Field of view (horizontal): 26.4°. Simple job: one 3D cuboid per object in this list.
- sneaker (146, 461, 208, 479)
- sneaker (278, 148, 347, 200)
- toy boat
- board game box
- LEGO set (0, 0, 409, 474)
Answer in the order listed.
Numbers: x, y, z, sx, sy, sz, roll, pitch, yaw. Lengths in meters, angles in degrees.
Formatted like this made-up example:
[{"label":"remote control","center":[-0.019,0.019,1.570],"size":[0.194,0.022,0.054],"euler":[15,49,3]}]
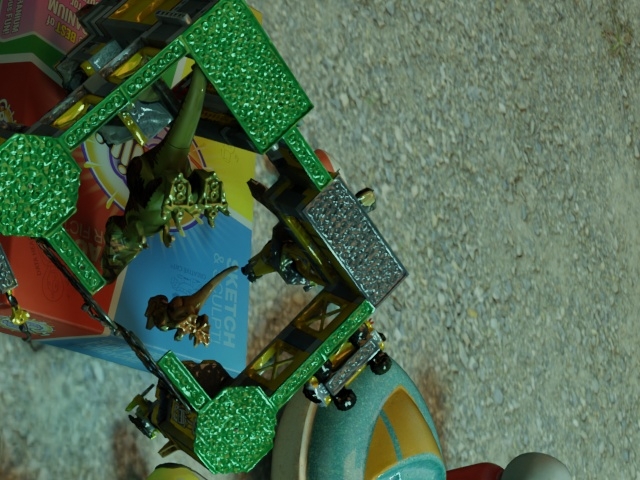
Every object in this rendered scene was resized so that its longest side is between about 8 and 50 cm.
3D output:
[{"label":"sneaker","center":[-0.107,0.266,0.981],"size":[0.094,0.081,0.208],"euler":[1,80,-50]},{"label":"sneaker","center":[0.000,0.000,1.235],"size":[0.065,0.061,0.158],"euler":[-23,98,-26]},{"label":"toy boat","center":[0.091,0.221,1.196],"size":[0.318,0.148,0.267],"euler":[10,72,-51]},{"label":"board game box","center":[-0.150,-0.069,1.035],"size":[0.242,0.064,0.316],"euler":[23,62,-48]},{"label":"LEGO set","center":[-0.108,-0.020,0.922],"size":[0.255,0.192,0.331],"euler":[-51,122,-12]}]
